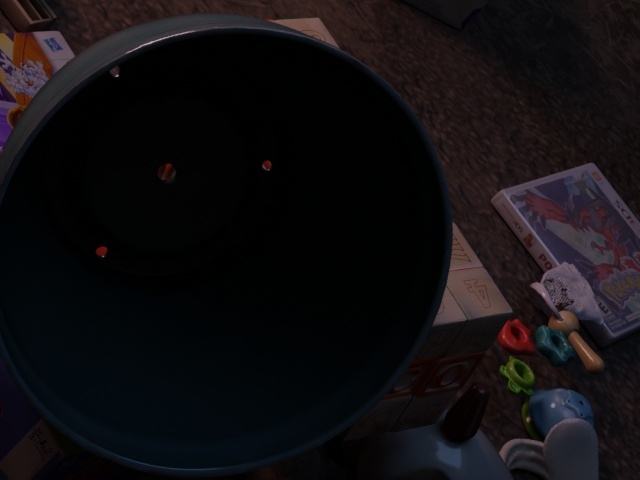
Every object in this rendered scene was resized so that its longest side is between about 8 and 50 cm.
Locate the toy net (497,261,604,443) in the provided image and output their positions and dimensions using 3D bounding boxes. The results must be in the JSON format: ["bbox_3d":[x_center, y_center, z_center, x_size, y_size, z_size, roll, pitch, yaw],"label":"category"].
[{"bbox_3d":[0.203,0.094,1.811,0.122,0.045,0.232,33,33,-15],"label":"toy net"}]

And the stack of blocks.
[{"bbox_3d":[0.000,0.000,1.464,0.087,0.171,0.297,-7,52,-36],"label":"stack of blocks"}]

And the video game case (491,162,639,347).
[{"bbox_3d":[0.278,0.010,2.001,0.183,0.023,0.201,54,34,13],"label":"video game case"}]

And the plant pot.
[{"bbox_3d":[-0.084,-0.022,1.295,0.293,0.293,0.196,28,11,-24],"label":"plant pot"}]

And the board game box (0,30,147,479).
[{"bbox_3d":[-0.204,0.009,1.422,0.233,0.078,0.347,-11,62,-52],"label":"board game box"}]

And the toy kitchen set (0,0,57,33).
[{"bbox_3d":[-0.226,-0.228,1.652,0.075,0.083,0.068,53,34,12],"label":"toy kitchen set"}]

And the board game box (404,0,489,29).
[{"bbox_3d":[0.122,-0.389,2.157,0.144,0.142,0.275,23,39,-30],"label":"board game box"}]

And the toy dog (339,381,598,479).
[{"bbox_3d":[0.157,0.198,1.534,0.333,0.161,0.220,13,45,-39],"label":"toy dog"}]
